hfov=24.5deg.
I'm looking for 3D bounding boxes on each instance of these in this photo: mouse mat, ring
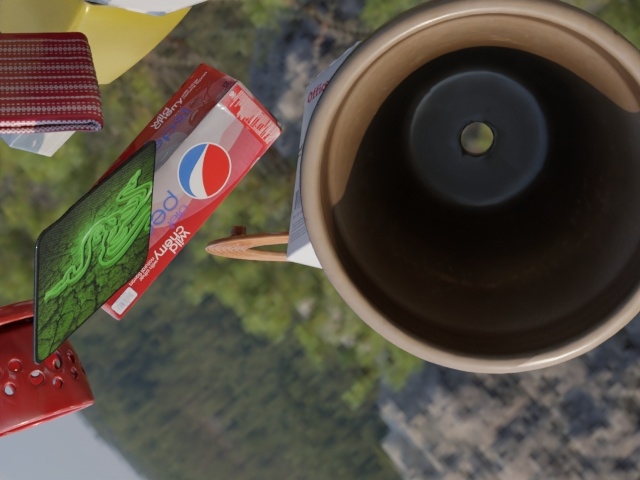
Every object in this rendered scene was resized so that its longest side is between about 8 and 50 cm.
[{"bbox_3d":[-0.202,0.009,1.330,0.007,0.190,0.152,22,130,16],"label":"mouse mat"},{"bbox_3d":[0.000,0.000,2.155,0.336,0.336,0.032,118,152,-82],"label":"ring"}]

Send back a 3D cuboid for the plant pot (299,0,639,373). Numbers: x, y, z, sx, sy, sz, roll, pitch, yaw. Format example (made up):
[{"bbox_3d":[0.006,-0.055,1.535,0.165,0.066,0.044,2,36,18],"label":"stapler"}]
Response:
[{"bbox_3d":[0.124,-0.059,1.087,0.263,0.263,0.229,52,-169,-7],"label":"plant pot"}]

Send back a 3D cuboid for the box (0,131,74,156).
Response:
[{"bbox_3d":[-0.470,-0.214,2.329,0.130,0.091,0.170,46,-173,10],"label":"box"}]

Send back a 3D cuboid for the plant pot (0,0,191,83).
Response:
[{"bbox_3d":[-0.361,-0.347,2.200,0.212,0.187,0.212,-9,-128,-49],"label":"plant pot"}]

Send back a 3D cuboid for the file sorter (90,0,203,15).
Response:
[{"bbox_3d":[-0.164,-0.331,1.384,0.193,0.173,0.277,8,173,-33],"label":"file sorter"}]

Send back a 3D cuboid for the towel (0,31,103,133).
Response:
[{"bbox_3d":[-0.347,-0.175,1.631,0.275,0.199,0.031,-114,24,-60],"label":"towel"}]

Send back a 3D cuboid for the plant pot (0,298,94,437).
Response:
[{"bbox_3d":[-0.435,0.182,2.092,0.191,0.191,0.174,124,129,-82],"label":"plant pot"}]

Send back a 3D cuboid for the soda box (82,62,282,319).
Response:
[{"bbox_3d":[-0.163,-0.052,1.505,0.083,0.263,0.092,45,173,-34],"label":"soda box"}]

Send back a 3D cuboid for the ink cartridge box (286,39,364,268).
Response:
[{"bbox_3d":[0.045,-0.097,1.781,0.100,0.237,0.172,14,160,-22],"label":"ink cartridge box"}]
